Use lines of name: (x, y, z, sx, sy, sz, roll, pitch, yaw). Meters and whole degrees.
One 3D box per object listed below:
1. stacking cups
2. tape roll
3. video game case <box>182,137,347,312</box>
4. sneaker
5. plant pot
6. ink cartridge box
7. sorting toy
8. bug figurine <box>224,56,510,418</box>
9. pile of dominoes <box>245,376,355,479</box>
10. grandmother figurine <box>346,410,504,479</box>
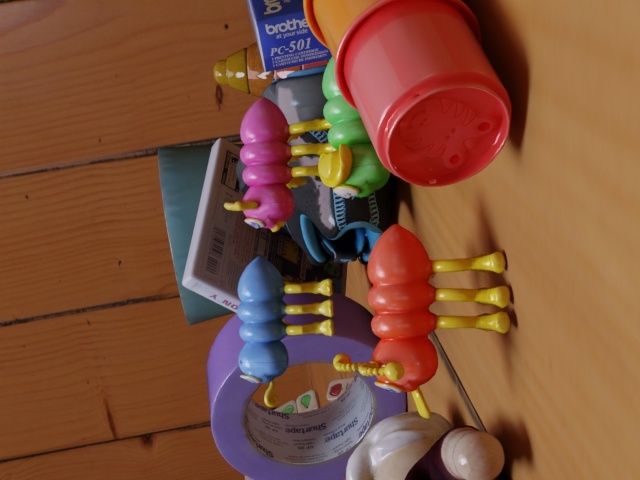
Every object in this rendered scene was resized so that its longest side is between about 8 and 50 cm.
stacking cups: (0.016, -0.154, 0.523, 0.316, 0.096, 0.096, -105, 7, -46)
tape roll: (-0.016, 0.147, 0.935, 0.080, 0.189, 0.189, -109, 10, -58)
video game case: (-0.049, 0.006, 1.007, 0.023, 0.183, 0.201, -41, 31, 38)
sneaker: (-0.007, -0.034, 0.857, 0.341, 0.125, 0.140, 100, 159, -78)
plant pot: (-0.123, -0.027, 1.553, 0.293, 0.235, 0.293, 170, 90, -85)
ink cartridge box: (-0.014, -0.212, 0.750, 0.207, 0.097, 0.046, -106, 5, -48)
sorting toy: (-0.060, -0.277, 0.927, 0.127, 0.126, 0.365, -92, -3, -51)
bug figurine: (0.000, 0.000, 0.600, 0.279, 0.072, 0.216, -15, 78, 62)
pile of dominoes: (-0.011, 0.263, 1.103, 0.040, 0.196, 0.251, 48, -164, -37)
grandmother figurine: (0.079, 0.201, 0.554, 0.342, 0.104, 0.208, -107, 35, -74)
